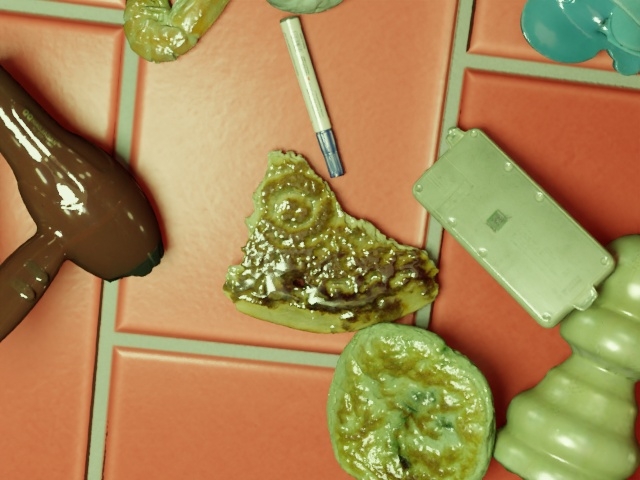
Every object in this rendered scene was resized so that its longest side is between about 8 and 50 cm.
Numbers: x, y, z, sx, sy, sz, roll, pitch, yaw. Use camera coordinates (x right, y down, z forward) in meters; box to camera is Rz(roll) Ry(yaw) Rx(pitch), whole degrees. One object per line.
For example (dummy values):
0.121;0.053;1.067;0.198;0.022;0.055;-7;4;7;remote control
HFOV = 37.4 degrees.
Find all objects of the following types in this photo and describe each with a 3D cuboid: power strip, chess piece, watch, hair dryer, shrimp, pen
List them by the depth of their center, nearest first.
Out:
-0.355;0.005;1.037;0.312;0.123;0.340;48;57;-26;hair dryer
0.346;-0.287;1.077;0.211;0.193;0.211;0;99;-1;watch
-0.161;-0.290;1.134;0.180;0.041;0.099;-42;84;5;shrimp
0.228;-0.019;1.141;0.118;0.046;0.270;-45;74;7;power strip
-0.008;-0.174;1.161;0.025;0.025;0.204;-18;100;0;pen
0.350;0.149;1.162;0.182;0.182;0.330;24;92;-6;chess piece

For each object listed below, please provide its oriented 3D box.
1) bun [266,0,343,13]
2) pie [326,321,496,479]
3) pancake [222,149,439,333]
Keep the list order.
-0.018;-0.334;1.106;0.141;0.083;0.141;0;96;-4;bun
0.105;0.216;1.170;0.240;0.054;0.240;7;106;25;pie
0.000;0.000;1.183;0.266;0.057;0.244;-14;93;-4;pancake
